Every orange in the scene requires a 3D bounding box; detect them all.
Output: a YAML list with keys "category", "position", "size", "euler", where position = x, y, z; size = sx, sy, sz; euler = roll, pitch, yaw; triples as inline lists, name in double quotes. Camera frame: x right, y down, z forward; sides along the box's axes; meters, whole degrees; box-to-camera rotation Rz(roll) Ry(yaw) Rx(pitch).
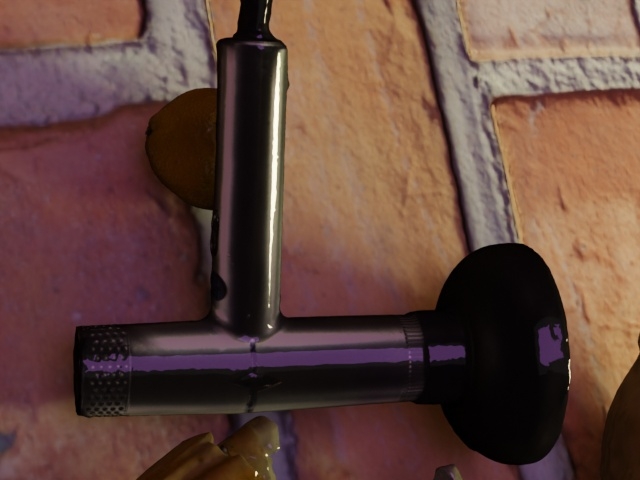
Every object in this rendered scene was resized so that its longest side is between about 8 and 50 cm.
- category: "orange"
  position: [-0.075, -0.063, 0.937]
  size: [0.095, 0.085, 0.085]
  euler: [15, 69, -8]

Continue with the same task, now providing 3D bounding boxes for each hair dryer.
- category: "hair dryer"
  position: [0.019, 0.006, 0.874]
  size: [0.320, 0.156, 0.284]
  euler: [7, 117, -19]

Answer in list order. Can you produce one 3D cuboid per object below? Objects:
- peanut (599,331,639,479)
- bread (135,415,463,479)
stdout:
- category: "peanut"
  position: [0.297, 0.208, 0.984]
  size: [0.158, 0.174, 0.340]
  euler: [-6, 72, -61]
- category: "bread"
  position: [-0.011, 0.264, 0.814]
  size: [0.370, 0.191, 0.314]
  euler: [-31, 83, -44]
